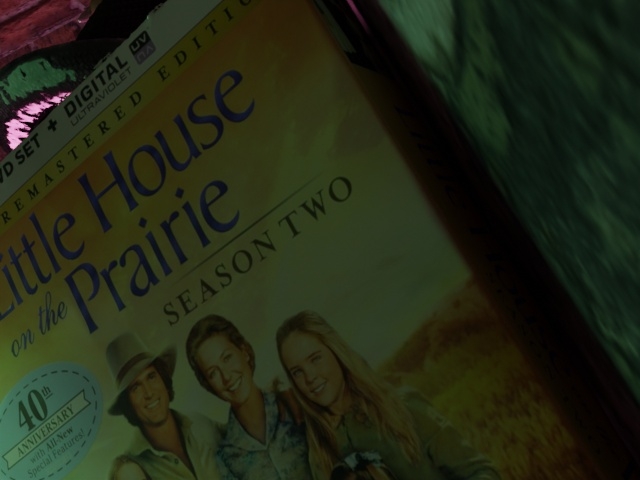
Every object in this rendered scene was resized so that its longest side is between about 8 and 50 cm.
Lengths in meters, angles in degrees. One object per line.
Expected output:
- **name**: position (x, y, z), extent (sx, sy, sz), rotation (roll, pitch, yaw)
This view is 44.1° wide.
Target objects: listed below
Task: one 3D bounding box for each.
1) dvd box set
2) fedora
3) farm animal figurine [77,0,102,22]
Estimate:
- **dvd box set**: position (-0.028, 0.107, 0.385), extent (0.062, 0.308, 0.420), rotation (-1, -121, -62)
- **fedora**: position (-0.118, -0.127, 0.689), extent (0.334, 0.334, 0.152), rotation (67, -156, -69)
- **farm animal figurine**: position (-0.276, -0.370, 1.108), extent (0.330, 0.172, 0.327), rotation (65, 170, -19)
